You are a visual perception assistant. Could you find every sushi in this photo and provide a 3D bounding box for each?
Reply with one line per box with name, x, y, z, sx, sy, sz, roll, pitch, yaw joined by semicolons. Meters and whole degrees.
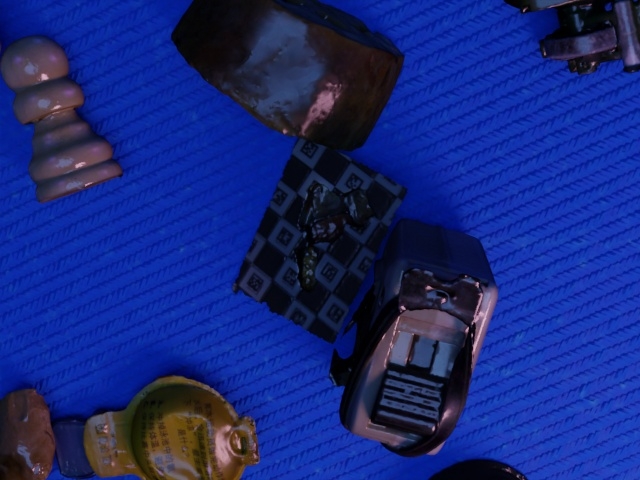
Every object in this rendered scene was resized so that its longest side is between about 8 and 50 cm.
sushi;0.000;0.000;1.124;0.139;0.031;0.201;30;105;17

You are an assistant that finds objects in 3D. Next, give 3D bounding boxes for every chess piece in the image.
chess piece;-0.279;-0.133;1.083;0.094;0.094;0.170;-18;94;6

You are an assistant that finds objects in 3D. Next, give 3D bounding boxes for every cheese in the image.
cheese;-0.190;0.228;1.168;0.250;0.064;0.156;-5;102;13

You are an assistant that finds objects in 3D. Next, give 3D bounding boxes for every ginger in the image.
ginger;-0.353;0.254;1.173;0.095;0.069;0.190;30;103;4

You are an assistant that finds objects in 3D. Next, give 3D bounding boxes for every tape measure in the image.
tape measure;0.084;0.109;1.024;0.133;0.271;0.231;15;101;-1

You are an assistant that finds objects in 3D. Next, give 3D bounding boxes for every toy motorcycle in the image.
toy motorcycle;0.312;-0.270;1.014;0.275;0.127;0.205;-12;101;11

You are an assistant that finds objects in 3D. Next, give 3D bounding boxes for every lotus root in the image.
lotus root;-0.030;-0.185;1.043;0.235;0.138;0.119;28;112;-10

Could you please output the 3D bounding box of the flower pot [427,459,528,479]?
flower pot;0.184;0.341;1.159;0.157;0.107;0.157;0;103;0
